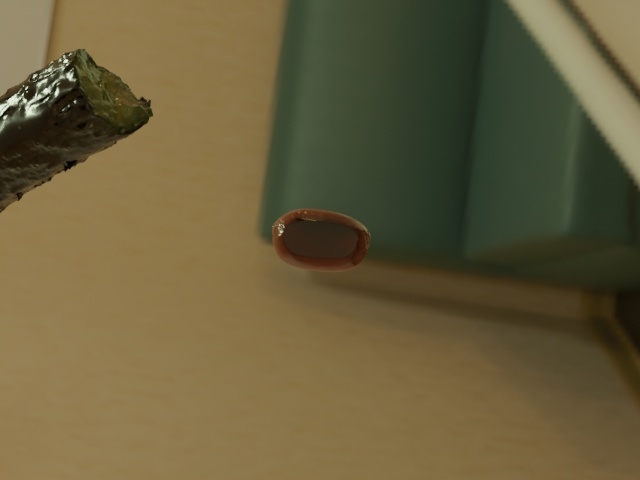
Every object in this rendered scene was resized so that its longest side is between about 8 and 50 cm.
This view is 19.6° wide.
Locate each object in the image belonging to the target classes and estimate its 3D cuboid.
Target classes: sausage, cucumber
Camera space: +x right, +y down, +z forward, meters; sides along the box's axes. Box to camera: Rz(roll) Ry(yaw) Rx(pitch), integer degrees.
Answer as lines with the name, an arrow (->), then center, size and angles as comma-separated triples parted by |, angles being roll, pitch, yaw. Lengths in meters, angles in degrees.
sausage -> 0.000, 0.000, 1.764 | 0.054, 0.094, 0.059 | -65, -18, -88
cucumber -> -0.250, -0.051, 1.377 | 0.303, 0.081, 0.072 | -28, 40, 37
